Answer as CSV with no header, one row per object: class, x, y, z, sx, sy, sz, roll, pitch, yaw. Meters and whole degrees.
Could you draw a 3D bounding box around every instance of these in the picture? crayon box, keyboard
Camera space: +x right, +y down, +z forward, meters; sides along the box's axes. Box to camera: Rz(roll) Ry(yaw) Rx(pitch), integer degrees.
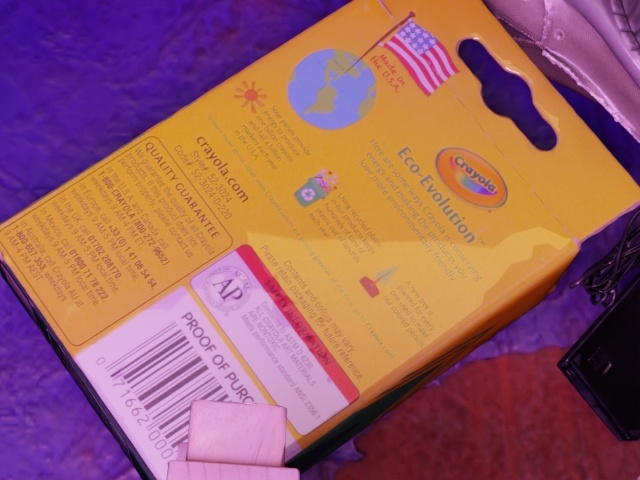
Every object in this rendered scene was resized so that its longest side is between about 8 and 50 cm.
crayon box,0.000,0.000,0.888,0.318,0.081,0.202,-33,75,-13
keyboard,0.208,0.020,0.918,0.192,0.038,0.100,-44,110,-18

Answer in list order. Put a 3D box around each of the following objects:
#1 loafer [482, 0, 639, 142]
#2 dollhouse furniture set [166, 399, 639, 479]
loafer,0.160,-0.139,0.955,0.251,0.087,0.094,50,49,3
dollhouse furniture set,0.082,0.202,0.675,0.303,0.355,0.174,4,71,-2
